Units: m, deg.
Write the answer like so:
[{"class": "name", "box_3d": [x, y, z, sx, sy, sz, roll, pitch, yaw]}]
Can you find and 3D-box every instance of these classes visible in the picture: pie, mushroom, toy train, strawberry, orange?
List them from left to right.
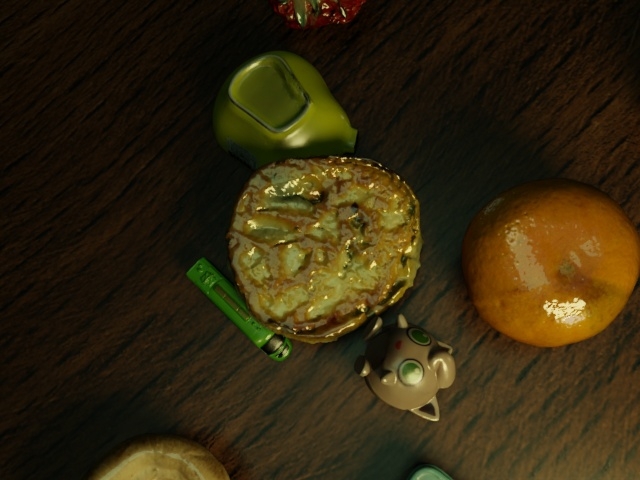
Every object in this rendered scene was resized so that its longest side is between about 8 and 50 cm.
[{"class": "mushroom", "box_3d": [-0.221, 0.406, 0.764, 0.278, 0.146, 0.278, 0, 72, 1]}, {"class": "toy train", "box_3d": [-0.128, 0.110, 0.888, 0.209, 0.042, 0.044, 41, 84, 17]}, {"class": "pie", "box_3d": [0.000, 0.000, 0.860, 0.315, 0.092, 0.315, 0, 82, 1]}, {"class": "strawberry", "box_3d": [0.012, -0.466, 0.976, 0.184, 0.187, 0.201, 30, 42, 9]}, {"class": "orange", "box_3d": [0.316, 0.030, 0.781, 0.240, 0.171, 0.240, -1, 81, 4]}]

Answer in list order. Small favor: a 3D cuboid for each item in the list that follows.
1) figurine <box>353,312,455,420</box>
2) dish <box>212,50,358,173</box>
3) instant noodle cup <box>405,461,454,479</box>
[{"class": "figurine", "box_3d": [0.121, 0.176, 0.793, 0.138, 0.125, 0.125, 26, 79, -4]}, {"class": "dish", "box_3d": [-0.073, -0.218, 0.941, 0.221, 0.108, 0.262, -39, 73, -3]}, {"class": "instant noodle cup", "box_3d": [0.149, 0.412, 0.748, 0.157, 0.070, 0.179, 36, 81, 15]}]
